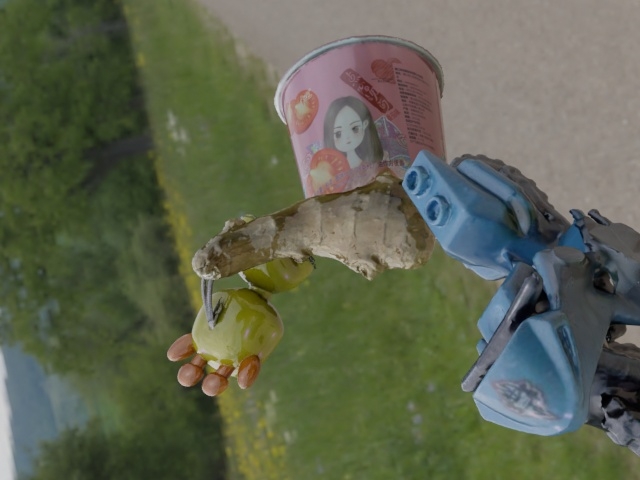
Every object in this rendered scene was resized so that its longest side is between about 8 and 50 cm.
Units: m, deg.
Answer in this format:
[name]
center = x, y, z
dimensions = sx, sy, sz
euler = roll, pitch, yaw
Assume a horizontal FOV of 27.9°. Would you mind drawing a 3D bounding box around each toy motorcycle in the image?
[toy motorcycle]
center = 0.201, 0.047, 1.233
dimensions = 0.172, 0.232, 0.416
euler = -60, 41, 33

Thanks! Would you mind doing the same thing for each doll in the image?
[doll]
center = -0.096, 0.090, 1.581
dimensions = 0.143, 0.221, 0.135
euler = 19, 160, 37

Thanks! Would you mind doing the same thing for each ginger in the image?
[ginger]
center = 0.000, 0.000, 1.460
dimensions = 0.086, 0.294, 0.131
euler = 73, -176, -60

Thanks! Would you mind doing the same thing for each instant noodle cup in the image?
[instant noodle cup]
center = 0.069, -0.115, 1.756
dimensions = 0.243, 0.242, 0.231
euler = 93, 170, -59
